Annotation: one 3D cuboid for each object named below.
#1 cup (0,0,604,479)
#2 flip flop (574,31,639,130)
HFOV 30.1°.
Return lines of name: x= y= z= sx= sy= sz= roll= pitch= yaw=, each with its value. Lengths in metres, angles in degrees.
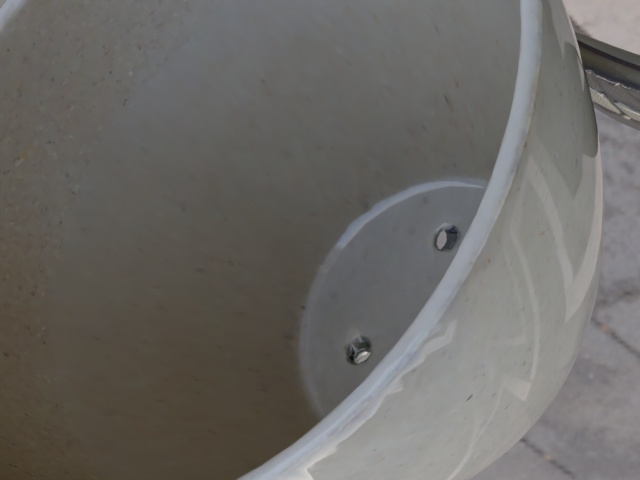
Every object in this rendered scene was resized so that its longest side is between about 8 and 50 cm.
cup: x=0.000 y=0.000 z=0.570 sx=0.331 sy=0.331 sz=0.237 roll=-9 pitch=152 yaw=33
flip flop: x=0.267 y=-0.098 z=0.680 sx=0.277 sy=0.080 sz=0.112 roll=7 pitch=174 yaw=20
